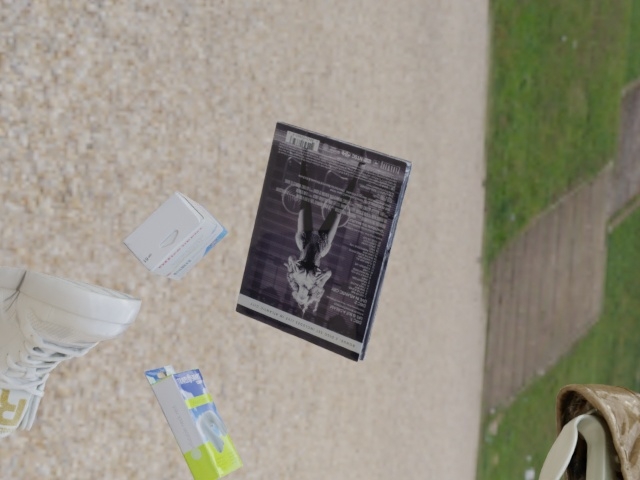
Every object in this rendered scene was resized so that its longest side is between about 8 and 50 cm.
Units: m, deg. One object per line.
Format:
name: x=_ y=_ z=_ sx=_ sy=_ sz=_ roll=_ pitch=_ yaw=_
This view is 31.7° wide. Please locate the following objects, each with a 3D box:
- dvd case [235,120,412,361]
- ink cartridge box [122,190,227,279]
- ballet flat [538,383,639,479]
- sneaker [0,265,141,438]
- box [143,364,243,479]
dvd case: x=0.000 y=0.000 z=1.209 sx=0.018 sy=0.165 sz=0.221 roll=-9 pitch=116 yaw=-59
ink cartridge box: x=-0.168 y=-0.004 z=1.322 sx=0.088 sy=0.052 sz=0.122 roll=-44 pitch=171 yaw=1
ballet flat: x=0.242 y=0.263 z=0.972 sx=0.116 sy=0.124 sz=0.342 roll=-47 pitch=-155 yaw=45
sneaker: x=-0.272 y=0.116 z=1.095 sx=0.292 sy=0.108 sz=0.169 roll=0 pitch=-106 yaw=58
box: x=-0.177 y=0.252 z=1.591 sx=0.178 sy=0.042 sz=0.109 roll=64 pitch=12 yaw=7
